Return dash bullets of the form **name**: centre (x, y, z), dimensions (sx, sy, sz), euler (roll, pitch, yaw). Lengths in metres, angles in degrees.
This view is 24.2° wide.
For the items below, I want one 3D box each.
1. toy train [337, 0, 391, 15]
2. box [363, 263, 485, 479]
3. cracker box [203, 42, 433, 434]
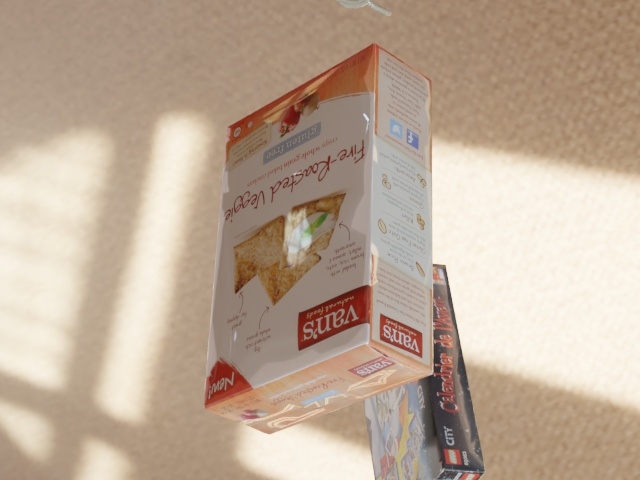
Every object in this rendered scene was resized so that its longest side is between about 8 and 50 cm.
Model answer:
- **toy train**: centre (0.004, -0.250, 1.294), dimensions (0.105, 0.248, 0.143), euler (-52, 31, 8)
- **box**: centre (0.093, 0.160, 1.461), dimensions (0.159, 0.044, 0.233), euler (119, 151, -49)
- **cracker box**: centre (0.000, 0.000, 1.020), dimensions (0.155, 0.067, 0.232), euler (-26, 50, 38)
